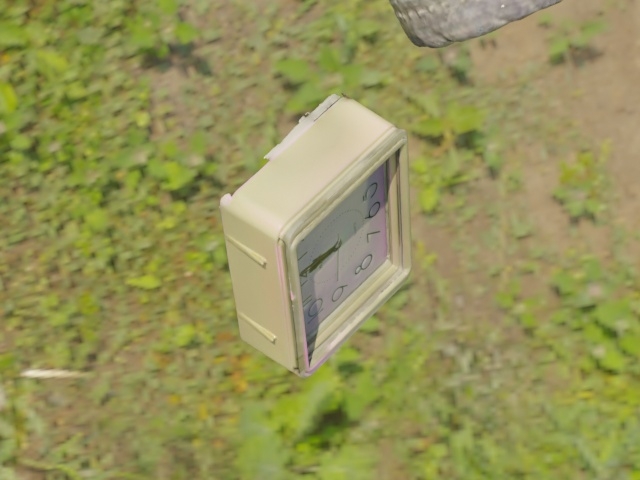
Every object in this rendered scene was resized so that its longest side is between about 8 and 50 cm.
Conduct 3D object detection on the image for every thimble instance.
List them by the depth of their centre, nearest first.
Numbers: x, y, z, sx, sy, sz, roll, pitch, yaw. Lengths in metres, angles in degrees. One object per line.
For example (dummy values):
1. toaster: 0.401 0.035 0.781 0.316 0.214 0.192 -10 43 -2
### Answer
1. thimble: 0.105 -0.191 1.114 0.150 0.150 0.097 -34 105 -39

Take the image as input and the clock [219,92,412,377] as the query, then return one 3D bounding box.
1. clock: 0.000 0.000 1.378 0.147 0.071 0.192 -43 150 -27
